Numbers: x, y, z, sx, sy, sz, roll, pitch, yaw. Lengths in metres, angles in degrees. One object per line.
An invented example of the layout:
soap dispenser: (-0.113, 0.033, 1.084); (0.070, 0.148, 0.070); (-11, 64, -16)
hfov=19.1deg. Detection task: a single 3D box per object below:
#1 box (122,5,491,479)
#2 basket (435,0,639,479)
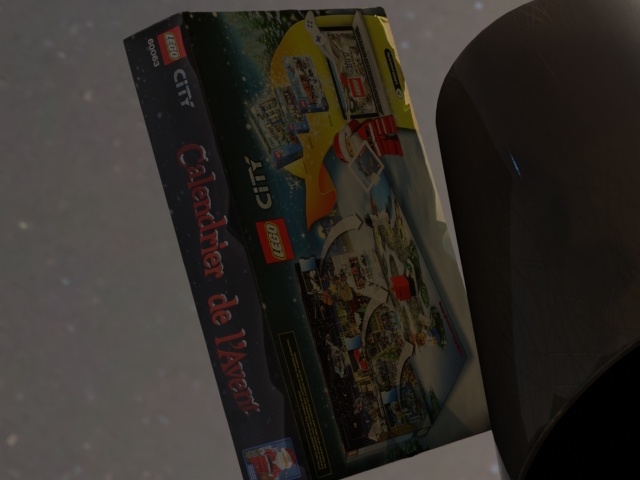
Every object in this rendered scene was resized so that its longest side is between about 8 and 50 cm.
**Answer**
box: (0.000, 0.000, 0.951); (0.159, 0.044, 0.233); (-9, -98, -50)
basket: (0.133, 0.010, 0.814); (0.154, 0.227, 0.204); (11, -51, -22)
